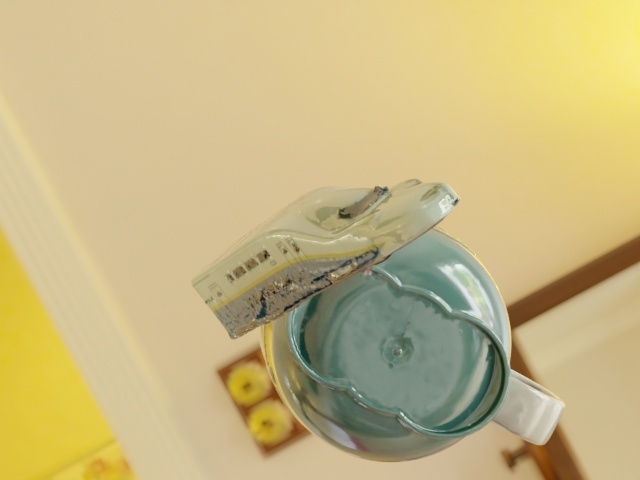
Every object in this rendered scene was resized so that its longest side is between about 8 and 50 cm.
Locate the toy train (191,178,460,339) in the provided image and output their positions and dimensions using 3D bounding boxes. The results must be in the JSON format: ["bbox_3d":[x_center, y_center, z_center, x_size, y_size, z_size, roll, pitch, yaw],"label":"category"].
[{"bbox_3d":[0.000,0.000,0.913,0.052,0.051,0.234,-42,5,-30],"label":"toy train"}]

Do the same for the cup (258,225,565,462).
[{"bbox_3d":[0.084,0.097,1.502,0.219,0.289,0.257,-61,5,2],"label":"cup"}]
